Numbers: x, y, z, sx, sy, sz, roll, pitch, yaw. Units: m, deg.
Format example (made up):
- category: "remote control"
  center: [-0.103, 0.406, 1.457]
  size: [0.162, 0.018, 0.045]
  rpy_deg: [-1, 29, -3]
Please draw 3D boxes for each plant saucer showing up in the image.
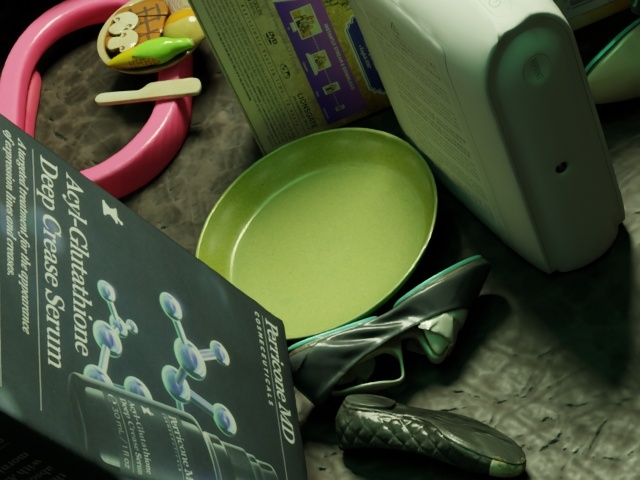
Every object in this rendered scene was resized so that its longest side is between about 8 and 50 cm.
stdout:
- category: "plant saucer"
  center: [0.000, 0.000, 1.640]
  size: [0.241, 0.037, 0.241]
  rpy_deg: [-15, 48, 17]

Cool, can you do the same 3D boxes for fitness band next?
- category: "fitness band"
  center: [-0.238, -0.157, 1.878]
  size: [0.209, 0.054, 0.291]
  rpy_deg: [-13, 48, 12]

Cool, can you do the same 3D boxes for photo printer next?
- category: "photo printer"
  center: [0.133, -0.144, 1.531]
  size: [0.107, 0.307, 0.256]
  rpy_deg: [-36, 46, -9]

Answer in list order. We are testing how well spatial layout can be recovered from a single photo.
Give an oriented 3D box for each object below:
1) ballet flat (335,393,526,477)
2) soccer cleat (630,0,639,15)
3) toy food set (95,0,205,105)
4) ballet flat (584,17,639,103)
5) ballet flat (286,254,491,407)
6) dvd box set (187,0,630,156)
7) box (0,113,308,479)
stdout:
- category: "ballet flat"
  center: [0.091, 0.168, 1.468]
  size: [0.173, 0.049, 0.057]
  rpy_deg: [13, 17, 30]
- category: "soccer cleat"
  center: [0.230, -0.296, 1.587]
  size: [0.331, 0.116, 0.143]
  rpy_deg: [19, 61, -4]
- category: "toy food set"
  center: [-0.173, -0.225, 1.855]
  size: [0.132, 0.038, 0.192]
  rpy_deg: [-7, 48, 14]
- category: "ballet flat"
  center: [0.344, -0.194, 1.647]
  size: [0.248, 0.086, 0.086]
  rpy_deg: [-42, 48, -16]
- category: "ballet flat"
  center: [0.068, 0.086, 1.532]
  size: [0.203, 0.074, 0.074]
  rpy_deg: [-26, 45, -8]
- category: "dvd box set"
  center: [0.083, -0.275, 1.667]
  size: [0.420, 0.307, 0.062]
  rpy_deg: [-23, 44, 4]
- category: "box"
  center: [-0.208, 0.130, 1.349]
  size: [0.212, 0.395, 0.293]
  rpy_deg: [-32, 43, 21]
